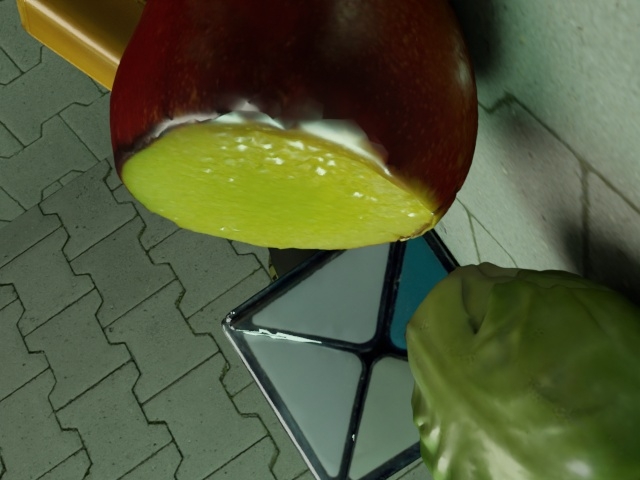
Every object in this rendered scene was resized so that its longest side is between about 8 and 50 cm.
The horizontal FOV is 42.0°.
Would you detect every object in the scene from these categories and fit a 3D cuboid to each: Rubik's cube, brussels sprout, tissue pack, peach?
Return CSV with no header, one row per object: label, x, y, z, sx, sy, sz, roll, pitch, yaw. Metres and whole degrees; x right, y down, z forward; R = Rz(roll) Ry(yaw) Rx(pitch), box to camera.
Rubik's cube,0.072,0.151,1.183,0.305,0.310,0.307,58,177,8
brussels sprout,0.167,0.130,0.589,0.244,0.244,0.244,55,176,5
tissue pack,-0.189,-0.267,1.001,0.274,0.194,0.145,34,167,-11
peach,-0.020,-0.106,0.561,0.274,0.248,0.246,174,83,-73

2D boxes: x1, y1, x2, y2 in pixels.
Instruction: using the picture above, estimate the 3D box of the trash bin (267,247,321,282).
trash bin,0.000,0.000,1.458,0.214,0.214,0.334,53,171,35
